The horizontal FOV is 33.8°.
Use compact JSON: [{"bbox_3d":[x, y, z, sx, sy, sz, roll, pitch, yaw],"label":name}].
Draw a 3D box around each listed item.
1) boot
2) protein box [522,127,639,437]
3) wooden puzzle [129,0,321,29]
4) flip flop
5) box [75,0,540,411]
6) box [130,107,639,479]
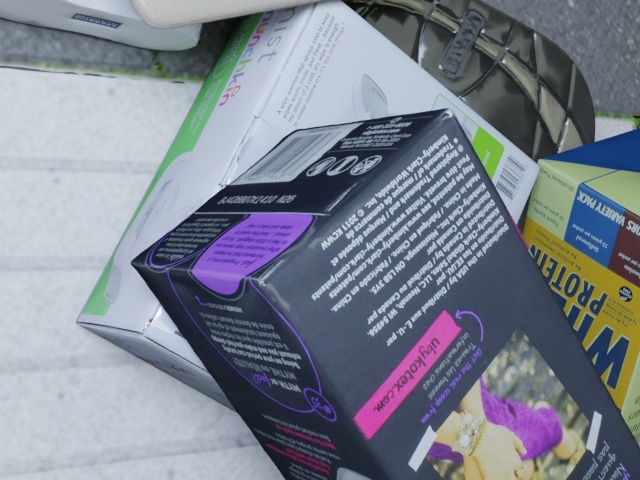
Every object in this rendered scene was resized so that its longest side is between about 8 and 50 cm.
[{"bbox_3d":[-0.162,-0.186,0.684,0.190,0.069,0.086,9,78,-40],"label":"boot"},{"bbox_3d":[0.276,0.027,0.871,0.200,0.136,0.201,-17,128,-32],"label":"protein box"},{"bbox_3d":[-0.069,-0.250,0.686,0.221,0.044,0.238,-18,64,-32],"label":"wooden puzzle"},{"bbox_3d":[0.110,-0.135,0.851,0.277,0.080,0.112,33,80,-14],"label":"flip flop"},{"bbox_3d":[0.000,0.000,0.744,0.231,0.127,0.262,33,73,-28],"label":"box"},{"bbox_3d":[0.045,0.079,0.603,0.143,0.165,0.270,-41,112,-24],"label":"box"}]
